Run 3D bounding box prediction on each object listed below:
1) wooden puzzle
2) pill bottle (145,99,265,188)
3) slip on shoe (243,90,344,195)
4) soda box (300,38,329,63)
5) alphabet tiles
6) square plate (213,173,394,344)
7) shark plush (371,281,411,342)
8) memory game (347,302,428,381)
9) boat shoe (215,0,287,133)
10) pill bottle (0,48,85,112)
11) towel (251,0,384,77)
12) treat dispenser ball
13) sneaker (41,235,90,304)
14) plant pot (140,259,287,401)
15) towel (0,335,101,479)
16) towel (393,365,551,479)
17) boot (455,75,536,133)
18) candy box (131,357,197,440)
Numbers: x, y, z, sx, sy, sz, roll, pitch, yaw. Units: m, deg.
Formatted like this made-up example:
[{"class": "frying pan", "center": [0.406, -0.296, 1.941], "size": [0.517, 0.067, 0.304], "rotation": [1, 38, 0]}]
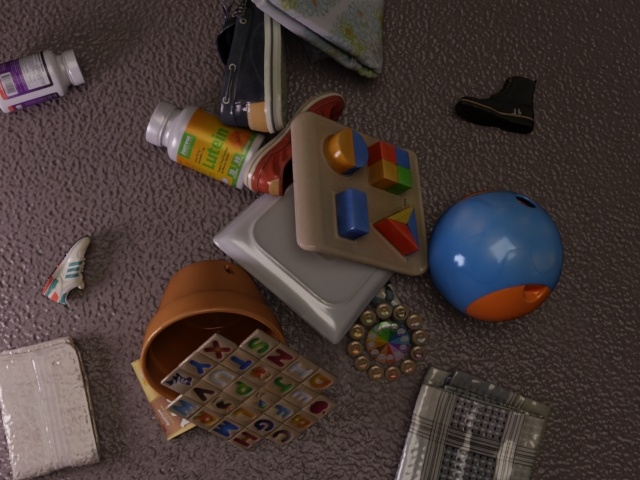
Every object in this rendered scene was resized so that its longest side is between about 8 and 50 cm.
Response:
[{"class": "wooden puzzle", "center": [0.103, -0.105, 1.748], "size": [0.348, 0.080, 0.322], "rotation": [13, 64, -35]}, {"class": "pill bottle", "center": [-0.259, -0.222, 1.810], "size": [0.245, 0.136, 0.136], "rotation": [23, 79, -1]}, {"class": "slip on shoe", "center": [-0.038, -0.214, 1.808], "size": [0.101, 0.123, 0.331], "rotation": [28, 57, 21]}, {"class": "soda box", "center": [-0.028, -0.541, 1.925], "size": [0.074, 0.069, 0.216], "rotation": [-22, 83, -9]}, {"class": "alphabet tiles", "center": [-0.140, 0.315, 1.652], "size": [0.285, 0.011, 0.342], "rotation": [-41, 124, 21]}, {"class": "square plate", "center": [0.000, 0.000, 1.772], "size": [0.347, 0.049, 0.344], "rotation": [40, 56, 4]}, {"class": "shark plush", "center": [0.160, 0.163, 1.838], "size": [0.067, 0.073, 0.161], "rotation": [-31, 105, 9]}, {"class": "memory game", "center": [0.150, 0.229, 1.799], "size": [0.186, 0.012, 0.186], "rotation": [-1, 100, -4]}, {"class": "boat shoe", "center": [-0.157, -0.464, 1.813], "size": [0.156, 0.187, 0.500], "rotation": [-4, 66, 5]}, {"class": "pill bottle", "center": [-0.638, -0.367, 1.817], "size": [0.193, 0.108, 0.108], "rotation": [-19, 82, -9]}, {"class": "towel", "center": [0.007, -0.577, 1.809], "size": [0.374, 0.090, 0.320], "rotation": [24, 62, -39]}, {"class": "treat dispenser ball", "center": [0.377, 0.032, 1.745], "size": [0.288, 0.288, 0.288], "rotation": [1, 80, -5]}, {"class": "sneaker", "center": [-0.545, 0.068, 1.780], "size": [0.075, 0.057, 0.161], "rotation": [36, 77, -15]}, {"class": "plant pot", "center": [-0.221, 0.178, 1.670], "size": [0.291, 0.291, 0.203], "rotation": [-4, 39, -6]}, {"class": "towel", "center": [-0.587, 0.357, 1.722], "size": [0.187, 0.049, 0.282], "rotation": [-12, 82, -6]}, {"class": "towel", "center": [0.335, 0.465, 1.772], "size": [0.312, 0.056, 0.324], "rotation": [19, 78, -5]}, {"class": "boot", "center": [0.424, -0.346, 1.935], "size": [0.198, 0.077, 0.137], "rotation": [15, 74, -16]}, {"class": "candy box", "center": [-0.321, 0.326, 1.748], "size": [0.109, 0.053, 0.187], "rotation": [-26, 82, -9]}]
